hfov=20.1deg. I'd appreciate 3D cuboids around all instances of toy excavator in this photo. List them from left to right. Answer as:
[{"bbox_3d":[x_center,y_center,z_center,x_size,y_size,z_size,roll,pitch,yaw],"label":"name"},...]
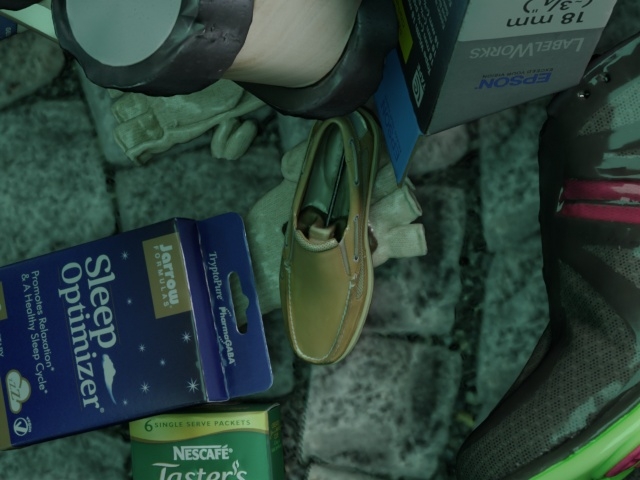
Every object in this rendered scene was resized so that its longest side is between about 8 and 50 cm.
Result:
[{"bbox_3d":[-0.102,-0.343,1.105,0.433,0.222,0.445,27,102,30],"label":"toy excavator"}]

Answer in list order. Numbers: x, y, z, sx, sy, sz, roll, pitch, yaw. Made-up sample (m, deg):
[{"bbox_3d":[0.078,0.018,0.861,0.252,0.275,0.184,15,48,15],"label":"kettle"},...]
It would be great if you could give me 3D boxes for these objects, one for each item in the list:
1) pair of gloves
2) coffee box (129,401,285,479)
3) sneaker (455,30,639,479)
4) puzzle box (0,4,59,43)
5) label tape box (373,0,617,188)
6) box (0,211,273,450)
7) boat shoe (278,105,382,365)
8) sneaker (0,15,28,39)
[{"bbox_3d":[-0.045,-0.065,1.317,0.204,0.042,0.240,-21,88,14],"label":"pair of gloves"},{"bbox_3d":[-0.081,0.214,1.342,0.113,0.040,0.184,-2,93,15],"label":"coffee box"},{"bbox_3d":[0.222,-0.024,1.202,0.202,0.185,0.483,31,90,17],"label":"sneaker"},{"bbox_3d":[-0.263,-0.326,1.256,0.409,0.052,0.272,28,87,-9],"label":"puzzle box"},{"bbox_3d":[0.098,-0.221,1.130,0.106,0.333,0.240,-7,63,-12],"label":"label tape box"},{"bbox_3d":[-0.149,0.066,1.322,0.225,0.036,0.136,-15,80,24],"label":"box"},{"bbox_3d":[0.000,0.000,1.255,0.068,0.072,0.190,6,102,13],"label":"boat shoe"},{"bbox_3d":[-0.270,-0.289,1.336,0.131,0.112,0.296,-7,98,1],"label":"sneaker"}]
